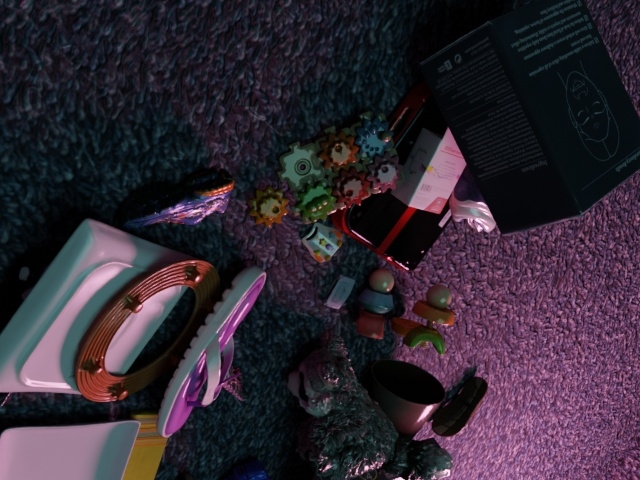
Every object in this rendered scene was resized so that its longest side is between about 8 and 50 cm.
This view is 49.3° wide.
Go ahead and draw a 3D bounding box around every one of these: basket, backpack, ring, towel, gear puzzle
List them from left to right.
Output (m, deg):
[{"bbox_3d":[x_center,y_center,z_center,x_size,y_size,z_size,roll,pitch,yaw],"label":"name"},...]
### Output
[{"bbox_3d":[-0.400,0.472,1.543,0.102,0.021,0.237,8,112,-34],"label":"towel"},{"bbox_3d":[-0.312,0.178,1.322,0.336,0.032,0.337,-41,155,-25],"label":"ring"},{"bbox_3d":[-0.185,0.607,1.726,0.120,0.098,0.101,-19,106,-14],"label":"backpack"},{"bbox_3d":[0.007,-0.127,1.406,0.338,0.044,0.176,-24,113,-8],"label":"gear puzzle"},{"bbox_3d":[0.199,0.457,1.860,0.204,0.154,0.227,20,119,5],"label":"basket"}]

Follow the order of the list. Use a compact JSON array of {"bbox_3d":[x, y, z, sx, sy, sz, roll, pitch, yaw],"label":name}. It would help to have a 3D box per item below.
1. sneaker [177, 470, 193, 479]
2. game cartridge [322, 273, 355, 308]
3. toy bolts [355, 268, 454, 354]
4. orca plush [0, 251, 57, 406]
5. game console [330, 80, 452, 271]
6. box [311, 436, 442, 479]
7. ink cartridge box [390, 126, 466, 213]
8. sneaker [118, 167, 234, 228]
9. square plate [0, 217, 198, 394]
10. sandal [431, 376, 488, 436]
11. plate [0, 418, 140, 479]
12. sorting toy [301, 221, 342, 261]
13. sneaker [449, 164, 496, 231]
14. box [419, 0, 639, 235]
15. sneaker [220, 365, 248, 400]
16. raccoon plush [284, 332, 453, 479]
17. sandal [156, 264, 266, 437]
[{"bbox_3d":[-0.297,0.607,1.678,0.089,0.051,0.170,-9,126,-31],"label":"sneaker"},{"bbox_3d":[0.045,0.121,1.642,0.056,0.017,0.083,22,103,-38],"label":"game cartridge"},{"bbox_3d":[0.200,0.158,1.701,0.228,0.218,0.159,14,96,-6],"label":"toy bolts"},{"bbox_3d":[-0.541,0.137,1.218,0.151,0.102,0.287,-58,172,-61],"label":"orca plush"},{"bbox_3d":[0.222,-0.137,1.591,0.387,0.060,0.342,-54,137,5],"label":"game console"},{"bbox_3d":[0.119,0.690,1.836,0.394,0.097,0.318,-4,131,-34],"label":"box"},{"bbox_3d":[0.248,-0.166,1.500,0.115,0.067,0.198,10,113,-43],"label":"ink cartridge box"},{"bbox_3d":[-0.259,-0.058,1.279,0.221,0.083,0.087,-18,134,-22],"label":"sneaker"},{"bbox_3d":[-0.393,0.148,1.248,0.344,0.049,0.347,-54,154,2],"label":"square plate"},{"bbox_3d":[0.427,0.507,2.116,0.219,0.090,0.060,-52,155,-7],"label":"sandal"},{"bbox_3d":[-0.538,0.476,1.430,0.277,0.045,0.278,6,113,-38],"label":"plate"},{"bbox_3d":[0.000,0.000,1.527,0.075,0.045,0.083,38,92,-24],"label":"sorting toy"},{"bbox_3d":[0.432,-0.132,1.646,0.322,0.130,0.236,-8,131,-40],"label":"sneaker"},{"bbox_3d":[0.438,-0.258,1.400,0.293,0.212,0.396,-30,95,-32],"label":"box"},{"bbox_3d":[-0.192,0.320,1.582,0.057,0.047,0.119,-50,135,-14],"label":"sneaker"},{"bbox_3d":[0.129,0.398,1.699,0.446,0.216,0.299,6,115,-14],"label":"raccoon plush"},{"bbox_3d":[-0.212,0.246,1.433,0.416,0.102,0.169,-61,169,10],"label":"sandal"}]
